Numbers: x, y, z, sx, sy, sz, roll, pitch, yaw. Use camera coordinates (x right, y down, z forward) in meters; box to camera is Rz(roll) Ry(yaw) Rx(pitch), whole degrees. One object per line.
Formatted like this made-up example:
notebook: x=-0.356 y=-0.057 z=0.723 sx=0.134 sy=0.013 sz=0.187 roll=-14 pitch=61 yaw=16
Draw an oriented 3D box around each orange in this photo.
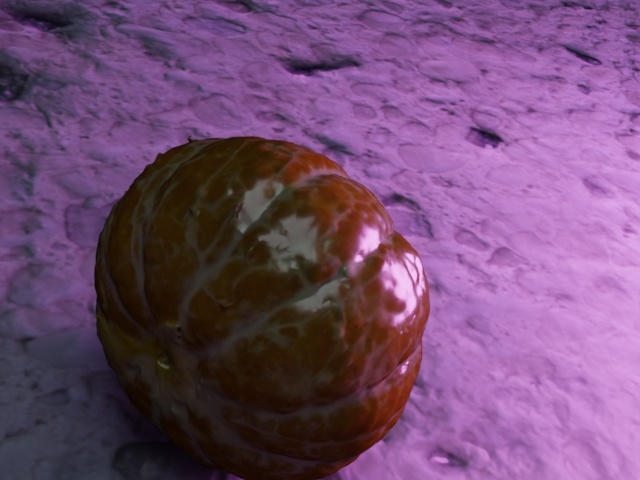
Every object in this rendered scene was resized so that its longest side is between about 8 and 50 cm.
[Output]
orange: x=-0.055 y=0.058 z=0.784 sx=0.329 sy=0.329 sz=0.249 roll=32 pitch=39 yaw=16
